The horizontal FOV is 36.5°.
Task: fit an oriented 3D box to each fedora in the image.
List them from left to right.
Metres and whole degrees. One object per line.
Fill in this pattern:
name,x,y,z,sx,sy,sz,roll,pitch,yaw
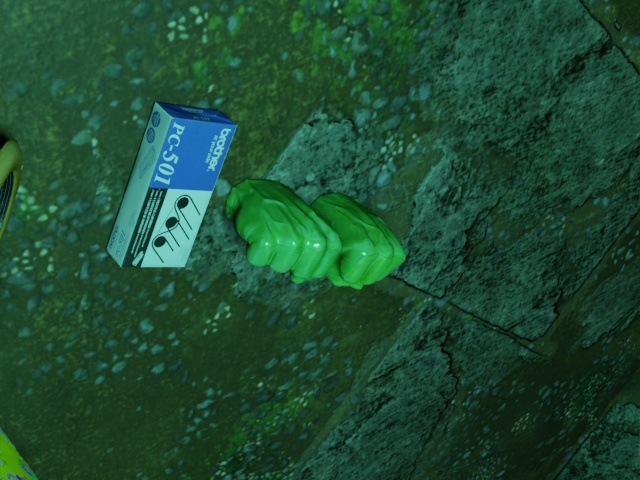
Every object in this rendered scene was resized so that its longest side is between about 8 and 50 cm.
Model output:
fedora,-0.376,-0.024,1.011,0.079,0.194,0.194,20,112,-9

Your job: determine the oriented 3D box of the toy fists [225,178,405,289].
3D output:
toy fists,0.000,0.000,1.334,0.279,0.142,0.096,10,115,-44

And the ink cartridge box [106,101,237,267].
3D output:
ink cartridge box,-0.185,-0.064,1.196,0.097,0.046,0.207,1,120,-43

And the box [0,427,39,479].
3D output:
box,-0.500,0.297,1.047,0.279,0.177,0.290,-41,161,-7
